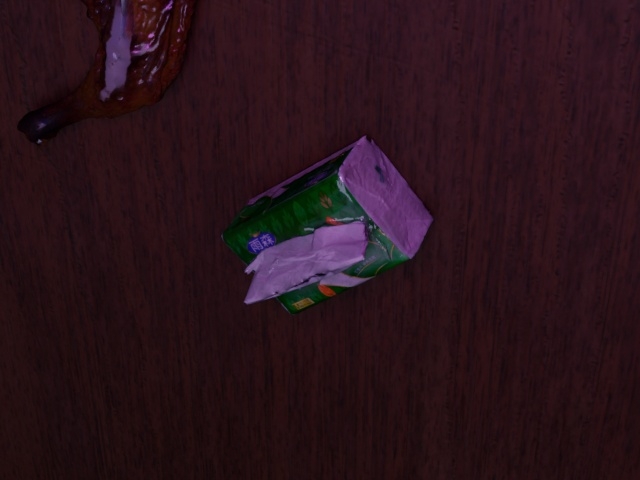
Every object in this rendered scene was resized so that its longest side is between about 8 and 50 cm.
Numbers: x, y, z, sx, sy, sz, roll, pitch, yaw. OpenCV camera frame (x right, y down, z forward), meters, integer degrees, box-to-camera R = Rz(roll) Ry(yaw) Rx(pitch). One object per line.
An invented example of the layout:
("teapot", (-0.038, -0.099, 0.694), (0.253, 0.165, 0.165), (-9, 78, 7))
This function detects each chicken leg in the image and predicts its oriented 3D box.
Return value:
("chicken leg", (-0.255, -0.222, 1.693), (0.158, 0.096, 0.407), (38, 134, -3))

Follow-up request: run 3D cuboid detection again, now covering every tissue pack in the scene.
("tissue pack", (0.000, -0.001, 1.715), (0.209, 0.156, 0.148), (-26, 111, 38))
